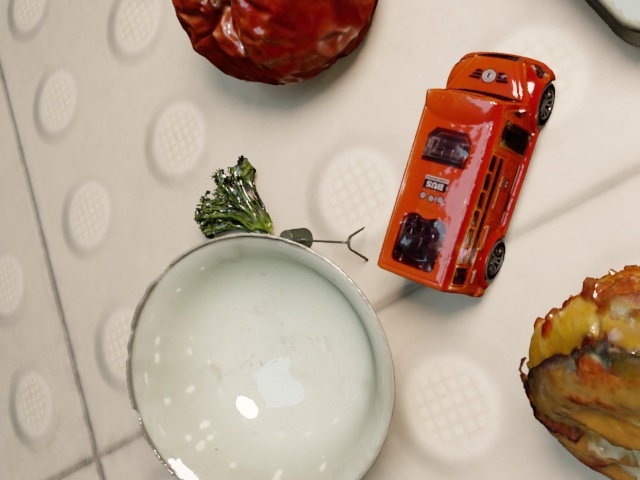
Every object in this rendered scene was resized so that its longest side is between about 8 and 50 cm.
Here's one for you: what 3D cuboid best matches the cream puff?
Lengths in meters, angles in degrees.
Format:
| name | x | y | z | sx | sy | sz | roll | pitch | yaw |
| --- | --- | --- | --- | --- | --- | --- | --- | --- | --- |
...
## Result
| name | x | y | z | sx | sy | sz | roll | pitch | yaw |
| --- | --- | --- | --- | --- | --- | --- | --- | --- | --- |
| cream puff | 0.283 | 0.115 | 0.502 | 0.240 | 0.240 | 0.164 | 18 | 66 | 34 |

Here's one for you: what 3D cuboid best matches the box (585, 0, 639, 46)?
| name | x | y | z | sx | sy | sz | roll | pitch | yaw |
| --- | --- | --- | --- | --- | --- | --- | --- | --- | --- |
| box | 0.325 | -0.427 | 0.535 | 0.396 | 0.111 | 0.396 | -40 | 79 | 26 |

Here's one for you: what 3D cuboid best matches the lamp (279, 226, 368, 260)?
| name | x | y | z | sx | sy | sz | roll | pitch | yaw |
| --- | --- | --- | --- | --- | --- | --- | --- | --- | --- |
| lamp | -0.001 | 0.000 | 0.789 | 0.121 | 0.054 | 0.041 | 4 | 89 | 35 |

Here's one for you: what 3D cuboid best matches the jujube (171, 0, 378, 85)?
| name | x | y | z | sx | sy | sz | roll | pitch | yaw |
| --- | --- | --- | --- | --- | --- | --- | --- | --- | --- |
| jujube | -0.050 | -0.293 | 0.767 | 0.232 | 0.213 | 0.212 | 16 | 95 | 39 |

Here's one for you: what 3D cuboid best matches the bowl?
| name | x | y | z | sx | sy | sz | roll | pitch | yaw |
| --- | --- | --- | --- | --- | --- | --- | --- | --- | --- |
| bowl | -0.052 | 0.139 | 0.743 | 0.314 | 0.146 | 0.313 | 2 | 97 | 18 |

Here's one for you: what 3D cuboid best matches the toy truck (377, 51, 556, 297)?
| name | x | y | z | sx | sy | sz | roll | pitch | yaw |
| --- | --- | --- | --- | --- | --- | --- | --- | --- | --- |
| toy truck | 0.148 | -0.074 | 0.656 | 0.108 | 0.114 | 0.252 | 21 | 99 | 35 |

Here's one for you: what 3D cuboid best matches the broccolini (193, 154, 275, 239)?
| name | x | y | z | sx | sy | sz | roll | pitch | yaw |
| --- | --- | --- | --- | --- | --- | --- | --- | --- | --- |
| broccolini | -0.104 | 0.028 | 0.864 | 0.123 | 0.062 | 0.271 | -31 | 72 | 40 |
